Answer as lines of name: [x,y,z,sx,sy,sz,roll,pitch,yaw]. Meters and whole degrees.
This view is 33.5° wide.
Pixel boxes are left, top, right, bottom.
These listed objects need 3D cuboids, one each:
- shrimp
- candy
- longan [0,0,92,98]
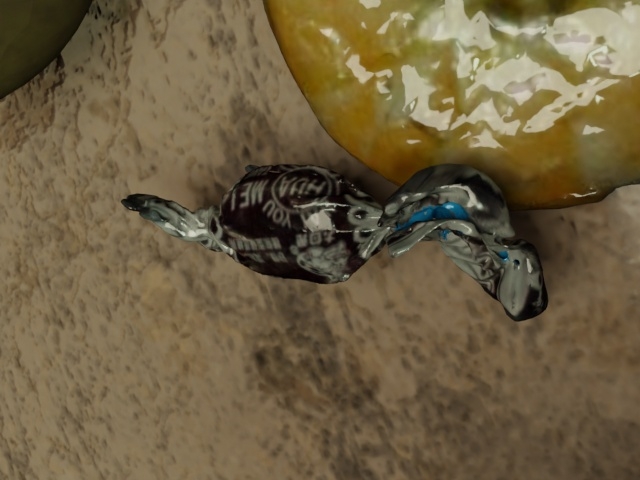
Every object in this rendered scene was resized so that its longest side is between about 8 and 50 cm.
shrimp: [0.072,-0.228,0.432,0.272,0.085,0.445,-6,102,27]
candy: [0.000,0.000,0.513,0.226,0.051,0.094,8,147,35]
longan: [-0.205,-0.150,0.556,0.189,0.189,0.189,7,105,27]
